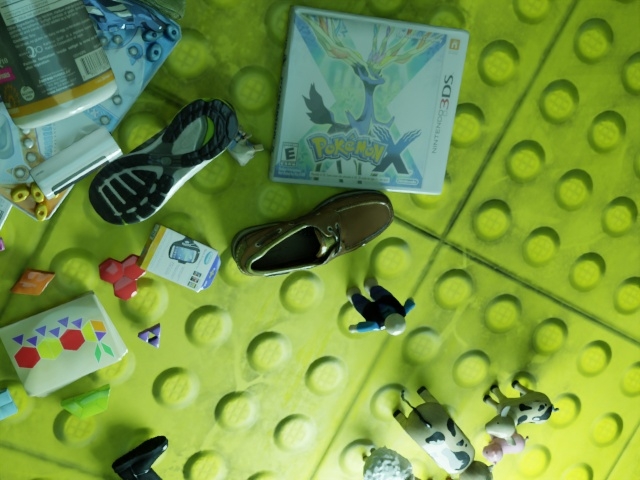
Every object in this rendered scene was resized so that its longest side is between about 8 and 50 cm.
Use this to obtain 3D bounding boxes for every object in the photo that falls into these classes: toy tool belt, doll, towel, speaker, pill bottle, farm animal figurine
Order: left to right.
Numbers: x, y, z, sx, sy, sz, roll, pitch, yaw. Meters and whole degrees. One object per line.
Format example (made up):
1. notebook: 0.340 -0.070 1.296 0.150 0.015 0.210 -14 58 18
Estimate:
1. pill bottle: -0.409 -0.311 1.276 0.162 0.162 0.278 -24 109 -10
2. speaker: -0.374 -0.121 1.394 0.136 0.055 0.055 -33 113 -10
3. towel: -0.268 -0.410 1.401 0.148 0.027 0.110 24 58 -25
4. toy tool belt: -0.139 -0.171 1.535 0.051 0.052 0.083 -40 86 -11
5. doll: 0.105 0.127 1.625 0.129 0.189 0.046 -26 112 -10
6. farm animal figurine: 0.287 0.403 1.777 0.326 0.172 0.330 30 95 -23

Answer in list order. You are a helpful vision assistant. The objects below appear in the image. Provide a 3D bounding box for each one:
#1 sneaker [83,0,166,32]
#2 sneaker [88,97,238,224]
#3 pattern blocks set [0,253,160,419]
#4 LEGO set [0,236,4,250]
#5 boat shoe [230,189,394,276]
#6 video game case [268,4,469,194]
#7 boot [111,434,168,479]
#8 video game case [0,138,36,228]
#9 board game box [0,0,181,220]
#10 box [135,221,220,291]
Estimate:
1. sneaker: -0.304 -0.337 1.369 0.144 0.053 0.059 19 95 -15
2. sneaker: -0.246 -0.128 1.477 0.300 0.121 0.111 -32 99 15
3. pattern blocks set: -0.435 0.174 1.549 0.324 0.026 0.285 -14 109 -14
4. LEGO set: -0.614 0.013 1.393 0.227 0.093 0.087 -12 115 -10
5. boat shoe: 0.000 0.000 1.598 0.307 0.104 0.111 -21 111 -11
6. video game case: 0.086 -0.238 1.593 0.329 0.036 0.300 3 105 -19
7. boot: -0.309 0.421 1.656 0.121 0.045 0.099 -30 111 0
8. video game case: -0.549 -0.097 1.436 0.143 0.019 0.157 26 97 -23
9. board game box: -0.469 -0.284 1.376 0.390 0.050 0.390 36 89 -24
10. box: -0.238 0.032 1.558 0.136 0.028 0.081 28 88 -35
